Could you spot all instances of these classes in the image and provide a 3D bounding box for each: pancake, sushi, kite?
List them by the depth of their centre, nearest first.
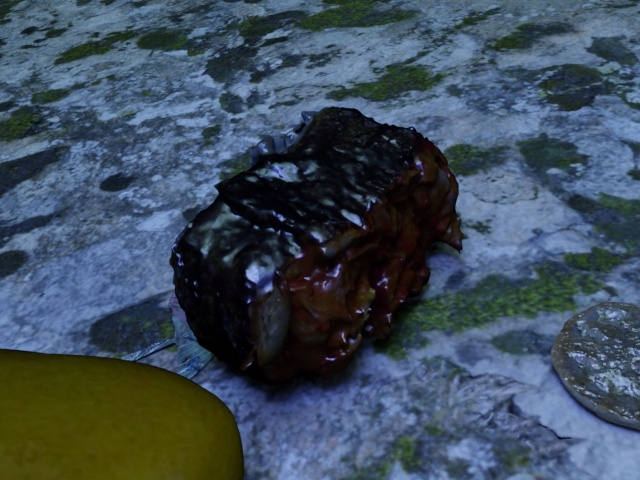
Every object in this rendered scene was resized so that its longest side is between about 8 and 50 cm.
[{"bbox_3d":[0.274,0.107,0.594,0.139,0.022,0.140,-7,40,6],"label":"pancake"},{"bbox_3d":[0.000,0.000,0.659,0.181,0.197,0.343,12,44,34],"label":"sushi"},{"bbox_3d":[-0.155,0.104,0.720,0.152,0.005,0.137,-15,40,-4],"label":"kite"}]

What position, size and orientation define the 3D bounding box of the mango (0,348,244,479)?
[{"bbox_3d":[-0.273,0.202,0.462,0.445,0.232,0.300,-8,34,-7],"label":"mango"}]
